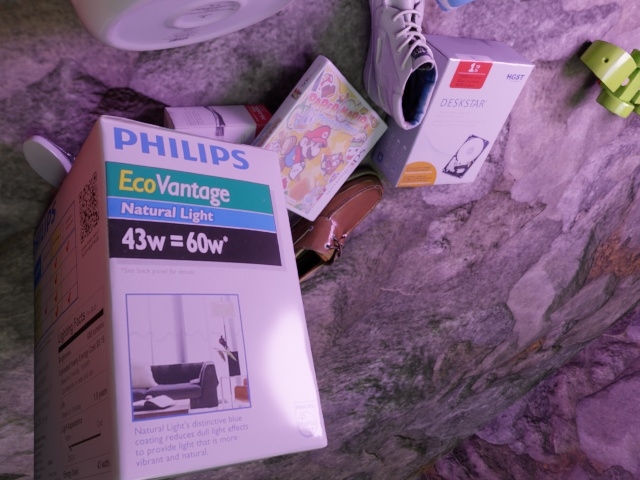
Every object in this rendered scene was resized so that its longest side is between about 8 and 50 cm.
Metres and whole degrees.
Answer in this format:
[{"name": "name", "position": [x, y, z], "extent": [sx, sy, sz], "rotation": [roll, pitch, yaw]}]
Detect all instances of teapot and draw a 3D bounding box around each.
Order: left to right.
[{"name": "teapot", "position": [-0.133, -0.308, 0.529], "extent": [0.252, 0.256, 0.187], "rotation": [-15, 99, 13]}]

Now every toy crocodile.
[{"name": "toy crocodile", "position": [0.620, -0.307, 1.078], "extent": [0.340, 0.105, 0.115], "rotation": [-2, 132, -37]}]

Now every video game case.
[{"name": "video game case", "position": [-0.007, -0.140, 0.843], "extent": [0.206, 0.026, 0.227], "rotation": [-51, 150, 8]}]

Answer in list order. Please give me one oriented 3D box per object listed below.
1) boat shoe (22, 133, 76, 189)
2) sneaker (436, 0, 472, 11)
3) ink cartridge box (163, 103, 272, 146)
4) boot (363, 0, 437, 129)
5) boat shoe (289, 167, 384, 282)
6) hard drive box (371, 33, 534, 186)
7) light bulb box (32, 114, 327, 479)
[{"name": "boat shoe", "position": [-0.337, -0.093, 0.737], "extent": [0.049, 0.040, 0.142], "rotation": [-5, 144, 15]}, {"name": "sneaker", "position": [0.257, -0.397, 0.771], "extent": [0.237, 0.085, 0.086], "rotation": [-28, 167, -9]}, {"name": "ink cartridge box", "position": [-0.148, -0.133, 0.795], "extent": [0.150, 0.063, 0.109], "rotation": [-8, 136, -27]}, {"name": "boot", "position": [0.123, -0.283, 0.760], "extent": [0.095, 0.123, 0.258], "rotation": [-18, 139, -15]}, {"name": "boat shoe", "position": [0.000, 0.000, 0.995], "extent": [0.307, 0.104, 0.110], "rotation": [-39, 140, 10]}, {"name": "hard drive box", "position": [0.212, -0.209, 0.922], "extent": [0.181, 0.089, 0.232], "rotation": [-7, 135, -27]}, {"name": "light bulb box", "position": [-0.207, 0.106, 0.691], "extent": [0.225, 0.361, 0.358], "rotation": [5, 155, -37]}]
